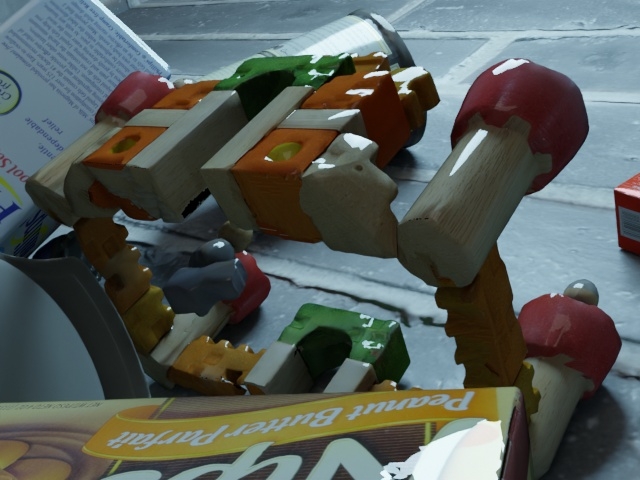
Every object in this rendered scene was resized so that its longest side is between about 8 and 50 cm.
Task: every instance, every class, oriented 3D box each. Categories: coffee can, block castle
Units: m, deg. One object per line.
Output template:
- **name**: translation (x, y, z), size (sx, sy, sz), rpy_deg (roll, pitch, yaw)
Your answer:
- **coffee can**: translation (-0.028, -0.166, 1.060), size (0.276, 0.201, 0.201), rpy_deg (-26, 31, -16)
- **block castle**: translation (0.000, 0.000, 0.675), size (0.454, 0.302, 0.213), rpy_deg (8, 44, 36)

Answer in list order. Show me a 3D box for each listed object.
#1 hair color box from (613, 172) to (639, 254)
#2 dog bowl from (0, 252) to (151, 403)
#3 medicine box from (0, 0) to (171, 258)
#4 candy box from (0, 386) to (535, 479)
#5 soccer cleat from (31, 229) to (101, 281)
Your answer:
- **hair color box**: translation (0.361, -0.047, 0.796), size (0.141, 0.071, 0.043), rpy_deg (-30, 32, -21)
- **dog bowl**: translation (-0.255, 0.131, 0.562), size (0.102, 0.348, 0.348), rpy_deg (-22, 28, 17)
- **medicine box**: translation (-0.330, -0.090, 0.852), size (0.289, 0.149, 0.263), rpy_deg (-53, 9, -26)
- **candy box**: translation (-0.074, 0.142, 0.345), size (0.317, 0.087, 0.183), rpy_deg (-5, 14, 20)
- **soccer cleat**: translation (-0.322, 0.105, 0.898), size (0.121, 0.093, 0.289), rpy_deg (-39, 26, 24)
